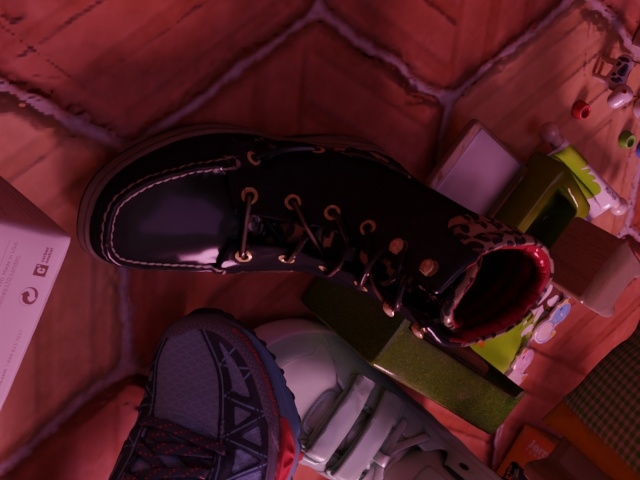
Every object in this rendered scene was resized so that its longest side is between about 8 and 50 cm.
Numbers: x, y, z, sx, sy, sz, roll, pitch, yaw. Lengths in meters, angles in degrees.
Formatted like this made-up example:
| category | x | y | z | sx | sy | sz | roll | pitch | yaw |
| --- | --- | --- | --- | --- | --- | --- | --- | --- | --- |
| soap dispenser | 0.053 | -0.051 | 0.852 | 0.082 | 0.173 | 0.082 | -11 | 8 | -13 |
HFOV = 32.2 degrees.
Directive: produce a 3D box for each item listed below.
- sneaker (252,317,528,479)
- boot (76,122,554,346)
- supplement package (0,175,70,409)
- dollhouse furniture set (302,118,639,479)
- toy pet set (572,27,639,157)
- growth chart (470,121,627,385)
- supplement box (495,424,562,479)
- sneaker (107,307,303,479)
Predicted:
| category | x | y | z | sx | sy | sz | roll | pitch | yaw |
| --- | --- | --- | --- | --- | --- | --- | --- | --- | --- |
| sneaker | 0.046 | 0.143 | 0.774 | 0.256 | 0.151 | 0.094 | 32 | 92 | -44 |
| boot | 0.001 | -0.002 | 0.636 | 0.236 | 0.178 | 0.085 | -7 | 117 | -38 |
| supplement package | -0.228 | 0.007 | 0.502 | 0.179 | 0.105 | 0.105 | 16 | 102 | -43 |
| dollhouse furniture set | 0.163 | 0.054 | 0.699 | 0.151 | 0.301 | 0.198 | 36 | 91 | -38 |
| toy pet set | 0.279 | -0.122 | 0.886 | 0.122 | 0.065 | 0.114 | 17 | 101 | -44 |
| growth chart | 0.165 | 0.036 | 0.907 | 0.172 | 0.021 | 0.237 | 27 | 96 | -44 |
| supplement box | 0.169 | 0.288 | 1.009 | 0.080 | 0.078 | 0.233 | 30 | 91 | -43 |
| sneaker | -0.082 | 0.169 | 0.655 | 0.125 | 0.104 | 0.262 | 18 | 76 | -68 |
